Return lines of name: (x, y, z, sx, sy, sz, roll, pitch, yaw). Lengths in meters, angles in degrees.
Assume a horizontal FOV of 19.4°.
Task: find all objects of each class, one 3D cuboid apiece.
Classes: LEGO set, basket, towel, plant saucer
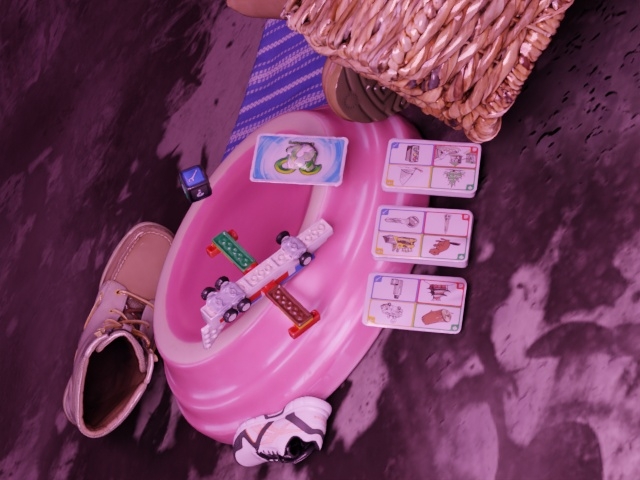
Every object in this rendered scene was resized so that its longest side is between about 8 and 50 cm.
LEGO set: (0.000, 0.000, 1.495, 0.060, 0.244, 0.182, 81, -165, -56)
basket: (0.158, -0.223, 1.394, 0.299, 0.223, 0.213, -62, 33, 2)
towel: (0.007, -0.244, 1.859, 0.243, 0.040, 0.336, -23, 44, 50)
plant saucer: (-0.041, 0.013, 1.635, 0.332, 0.084, 0.332, -39, 33, 32)

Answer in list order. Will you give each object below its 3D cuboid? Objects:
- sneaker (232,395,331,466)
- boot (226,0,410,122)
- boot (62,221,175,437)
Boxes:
sneaker: (-0.036, 0.164, 1.521, 0.109, 0.040, 0.043, -34, 39, 41)
boot: (0.009, -0.209, 1.691, 0.269, 0.089, 0.236, 15, 53, 47)
boot: (-0.182, 0.082, 1.755, 0.165, 0.077, 0.213, 168, 124, -81)
